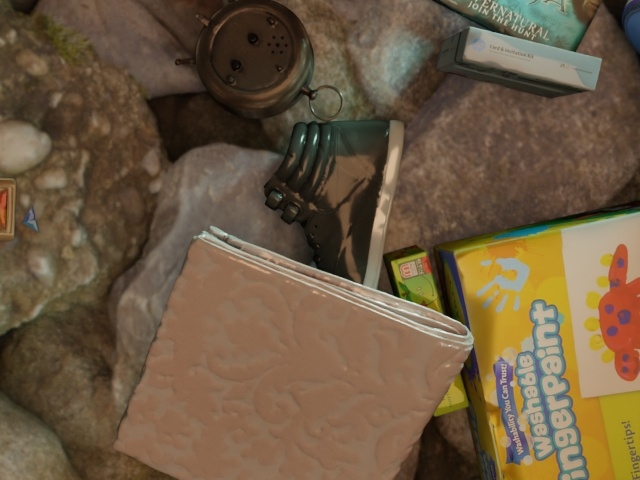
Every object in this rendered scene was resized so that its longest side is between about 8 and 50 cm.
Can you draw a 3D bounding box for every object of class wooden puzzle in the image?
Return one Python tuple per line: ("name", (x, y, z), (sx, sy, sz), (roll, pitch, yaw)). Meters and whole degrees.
("wooden puzzle", (-0.383, -0.036, 1.579), (0.116, 0.014, 0.079), (-5, 95, -3))

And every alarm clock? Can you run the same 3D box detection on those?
("alarm clock", (-0.057, -0.194, 1.545), (0.192, 0.064, 0.129), (32, 86, 5))

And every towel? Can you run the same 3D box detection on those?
("towel", (-0.040, 0.167, 1.529), (0.317, 0.053, 0.332), (23, 123, -4))

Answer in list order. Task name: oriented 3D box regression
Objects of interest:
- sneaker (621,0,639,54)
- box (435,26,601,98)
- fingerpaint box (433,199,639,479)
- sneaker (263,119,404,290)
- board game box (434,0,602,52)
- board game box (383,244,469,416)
("sneaker", (0.409, -0.126, 1.453), (0.322, 0.130, 0.236), (34, 63, 21))
("box", (0.211, -0.191, 1.515), (0.145, 0.186, 0.038), (13, 91, -4))
("fingerpaint box", (0.356, 0.184, 1.565), (0.371, 0.163, 0.445), (-13, 94, -3))
("sneaker", (0.000, 0.000, 1.565), (0.146, 0.104, 0.296), (10, 90, -1))
("board game box", (0.228, -0.294, 1.588), (0.186, 0.026, 0.126), (27, 93, -5))
("board game box", (0.119, 0.101, 1.579), (0.043, 0.092, 0.181), (-16, 95, -2))
